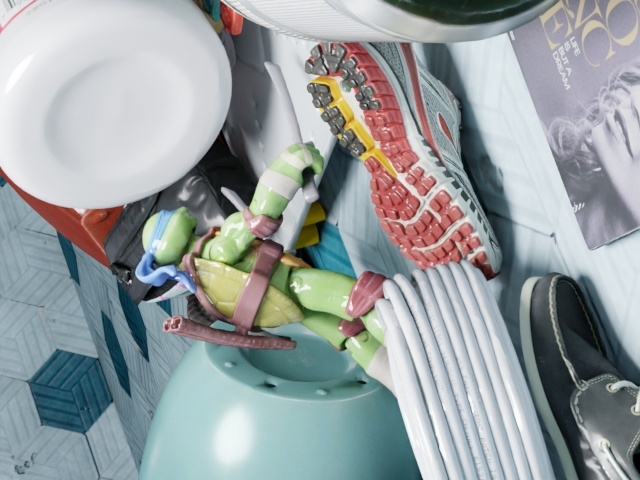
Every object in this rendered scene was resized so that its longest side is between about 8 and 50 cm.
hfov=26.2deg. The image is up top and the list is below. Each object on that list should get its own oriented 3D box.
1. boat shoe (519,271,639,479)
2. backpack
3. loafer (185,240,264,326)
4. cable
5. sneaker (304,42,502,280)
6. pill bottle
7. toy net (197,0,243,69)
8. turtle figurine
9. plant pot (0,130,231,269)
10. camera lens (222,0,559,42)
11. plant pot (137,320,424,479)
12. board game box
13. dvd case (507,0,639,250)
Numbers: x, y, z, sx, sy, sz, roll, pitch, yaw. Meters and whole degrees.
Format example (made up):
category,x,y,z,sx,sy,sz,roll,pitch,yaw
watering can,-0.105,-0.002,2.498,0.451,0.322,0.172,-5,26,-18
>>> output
category,x,y,z,sx,sy,sz,roll,pitch,yaw
boat shoe,0.197,0.124,0.913,0.079,0.084,0.233,-29,66,32
backpack,-0.144,-0.008,1.456,0.182,0.115,0.152,-45,62,34
loafer,-0.075,0.076,1.584,0.130,0.133,0.366,56,177,-18
cable,0.112,0.142,0.991,0.257,0.089,0.257,-101,-6,-63
sneaker,0.083,-0.069,1.049,0.088,0.092,0.225,-13,109,52
pill bottle,-0.259,-0.237,1.343,0.229,0.229,0.408,92,155,-44
toy net,-0.089,-0.221,1.300,0.122,0.045,0.232,61,160,27
turtle figurine,0.000,0.000,1.202,0.266,0.275,0.198,31,122,5
plant pot,-0.239,-0.119,1.586,0.236,0.267,0.267,51,172,25
camera lens,0.033,-0.227,0.817,0.274,0.219,0.220,-160,55,-68
plant pot,-0.034,0.204,1.312,0.293,0.293,0.235,-135,46,-54
board game box,-0.059,-0.229,1.349,0.390,0.050,0.390,114,136,-62
dvd case,0.184,-0.094,0.818,0.221,0.018,0.165,141,112,-70
